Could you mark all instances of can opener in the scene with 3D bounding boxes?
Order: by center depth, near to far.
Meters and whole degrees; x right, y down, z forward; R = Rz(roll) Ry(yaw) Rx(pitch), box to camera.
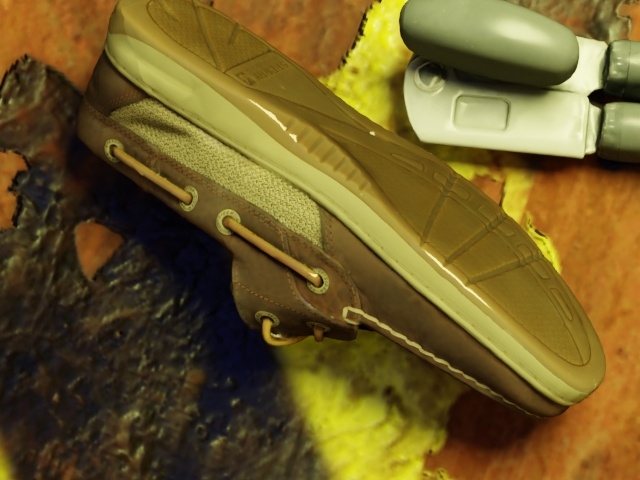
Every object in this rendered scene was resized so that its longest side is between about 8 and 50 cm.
[{"bbox_3d":[0.180,-0.081,0.871,0.280,0.093,0.074,8,79,5],"label":"can opener"}]

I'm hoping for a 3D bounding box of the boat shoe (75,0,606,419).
[{"bbox_3d":[0.000,0.000,0.876,0.342,0.123,0.123,37,115,9],"label":"boat shoe"}]
